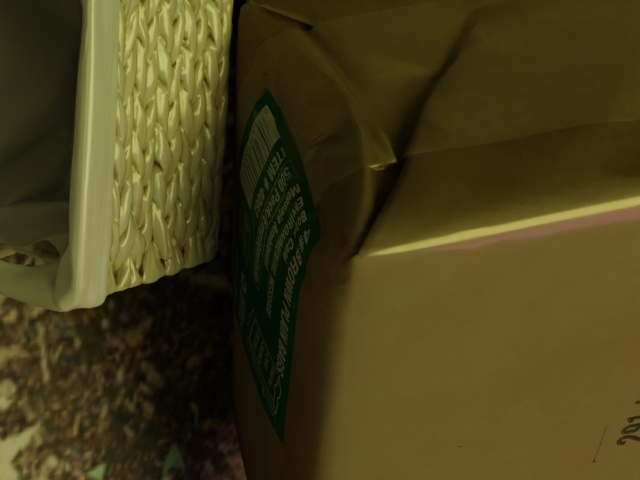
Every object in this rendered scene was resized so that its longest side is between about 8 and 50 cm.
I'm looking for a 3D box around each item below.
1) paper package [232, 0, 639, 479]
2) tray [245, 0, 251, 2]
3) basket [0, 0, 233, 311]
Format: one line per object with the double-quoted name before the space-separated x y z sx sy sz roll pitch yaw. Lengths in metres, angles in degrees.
"paper package" 0.112 0.027 0.787 0.310 0.168 0.325 -12 141 -16
"tray" 0.048 -0.171 0.913 0.270 0.030 0.145 -47 136 -31
"basket" -0.111 -0.064 0.688 0.103 0.113 0.167 -12 112 -53
